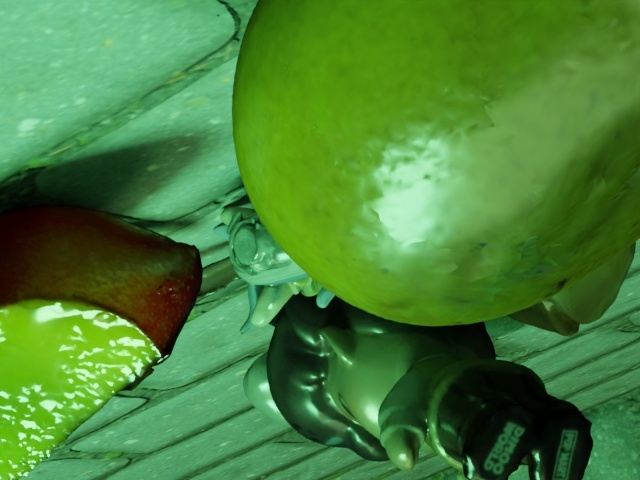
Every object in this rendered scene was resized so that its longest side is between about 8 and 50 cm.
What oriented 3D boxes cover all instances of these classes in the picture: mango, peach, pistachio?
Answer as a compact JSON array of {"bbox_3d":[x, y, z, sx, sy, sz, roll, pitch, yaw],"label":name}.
[{"bbox_3d":[0.136,-0.134,0.860,0.301,0.220,0.445,17,127,-33],"label":"mango"},{"bbox_3d":[-0.213,0.052,1.145,0.154,0.159,0.267,33,122,-29],"label":"peach"},{"bbox_3d":[0.195,-0.007,1.352,0.162,0.182,0.293,-27,170,12],"label":"pistachio"}]

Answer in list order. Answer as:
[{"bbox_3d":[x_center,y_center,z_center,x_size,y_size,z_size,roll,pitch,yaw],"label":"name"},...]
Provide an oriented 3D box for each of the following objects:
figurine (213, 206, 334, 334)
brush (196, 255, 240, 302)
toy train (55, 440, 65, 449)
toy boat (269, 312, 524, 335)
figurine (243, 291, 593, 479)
[{"bbox_3d":[0.000,0.000,1.278,0.208,0.128,0.183,-23,167,39],"label":"figurine"},{"bbox_3d":[-0.166,0.066,1.372,0.301,0.084,0.071,-28,-177,0],"label":"brush"},{"bbox_3d":[-0.353,0.220,1.651,0.176,0.074,0.118,-20,173,-12],"label":"toy train"},{"bbox_3d":[0.083,0.055,1.584,0.319,0.092,0.141,-4,158,-22],"label":"toy boat"},{"bbox_3d":[0.090,0.142,1.355,0.218,0.365,0.206,-3,117,-22],"label":"figurine"}]
